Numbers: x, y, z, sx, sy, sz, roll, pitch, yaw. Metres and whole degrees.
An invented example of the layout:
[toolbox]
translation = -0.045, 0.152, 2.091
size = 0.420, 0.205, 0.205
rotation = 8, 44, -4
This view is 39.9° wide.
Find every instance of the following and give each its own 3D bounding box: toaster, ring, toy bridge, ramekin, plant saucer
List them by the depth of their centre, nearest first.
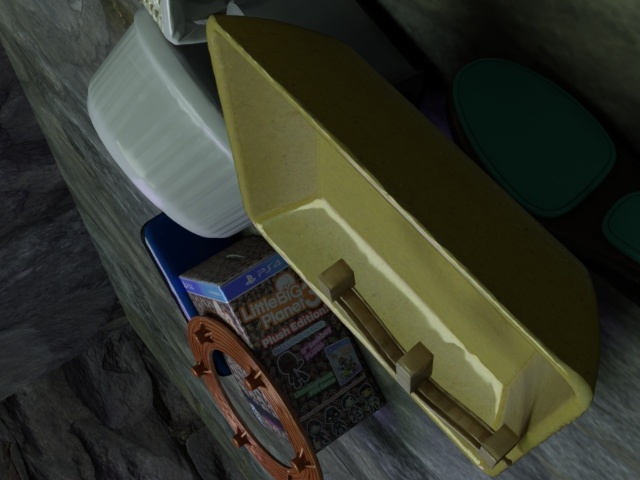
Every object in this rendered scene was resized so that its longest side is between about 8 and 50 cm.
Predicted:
[toy bridge]
translation = 0.070, 0.094, 0.645
size = 0.188, 0.026, 0.063
rotation = 46, 168, 20
[plant saucer]
translation = 0.064, 0.009, 0.665
size = 0.333, 0.081, 0.333
rotation = 47, 166, 17
[toaster]
translation = -0.005, -0.152, 0.817
size = 0.186, 0.110, 0.168
rotation = 53, 159, 17
[ramekin]
translation = -0.139, -0.123, 0.986
size = 0.273, 0.127, 0.273
rotation = 48, -168, -13
[ring]
translation = -0.111, 0.264, 1.352
size = 0.336, 0.032, 0.337
rotation = 43, 152, 30

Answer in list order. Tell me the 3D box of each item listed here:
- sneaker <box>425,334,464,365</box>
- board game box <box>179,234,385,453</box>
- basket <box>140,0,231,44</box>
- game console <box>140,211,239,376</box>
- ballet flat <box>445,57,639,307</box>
[sneaker]
translation = 0.125, 0.059, 0.820
size = 0.267, 0.106, 0.101
rotation = 55, 162, 16
[board game box]
translation = -0.064, 0.150, 1.361
size = 0.291, 0.141, 0.232
rotation = 63, 160, -11
[basket]
translation = -0.112, -0.288, 0.840
size = 0.103, 0.113, 0.167
rotation = 49, 145, 44
[game console]
translation = -0.207, 0.066, 1.561
size = 0.173, 0.250, 0.293
rotation = -17, 106, 43
[ballet flat]
translation = 0.185, -0.012, 0.590
size = 0.280, 0.095, 0.096
rotation = 47, 166, 31
